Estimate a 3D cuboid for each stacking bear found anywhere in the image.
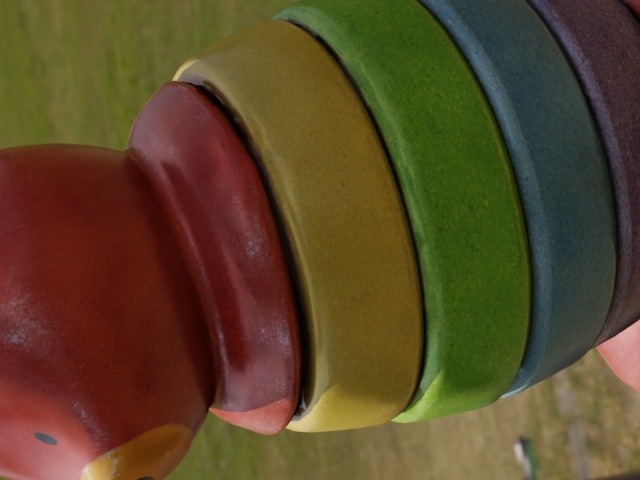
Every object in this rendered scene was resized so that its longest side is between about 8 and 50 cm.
[{"bbox_3d":[0.000,0.000,0.534,0.164,0.289,0.175,66,159,20],"label":"stacking bear"}]
